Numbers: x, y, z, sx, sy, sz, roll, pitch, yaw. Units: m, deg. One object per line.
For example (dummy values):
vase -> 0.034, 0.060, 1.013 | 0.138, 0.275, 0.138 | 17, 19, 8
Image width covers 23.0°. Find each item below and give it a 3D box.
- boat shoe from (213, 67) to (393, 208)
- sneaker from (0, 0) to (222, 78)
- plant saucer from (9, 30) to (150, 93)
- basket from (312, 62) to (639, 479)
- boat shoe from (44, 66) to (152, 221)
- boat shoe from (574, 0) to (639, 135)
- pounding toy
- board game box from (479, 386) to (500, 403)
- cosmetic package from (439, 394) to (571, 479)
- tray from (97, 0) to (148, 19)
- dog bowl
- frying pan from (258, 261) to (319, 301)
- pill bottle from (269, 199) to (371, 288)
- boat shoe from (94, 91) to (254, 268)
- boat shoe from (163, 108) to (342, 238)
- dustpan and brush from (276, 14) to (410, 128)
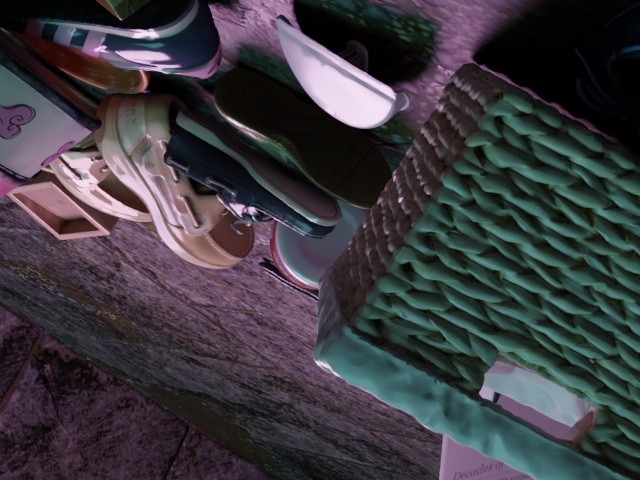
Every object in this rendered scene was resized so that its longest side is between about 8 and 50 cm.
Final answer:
boat shoe -> -0.020, -0.110, 1.734 | 0.223, 0.080, 0.073 | 33, 169, -4
sneaker -> -0.244, -0.229, 1.644 | 0.319, 0.112, 0.131 | 18, 158, 31
plant saucer -> -0.279, -0.238, 1.801 | 0.200, 0.037, 0.200 | 25, 164, 8
basket -> 0.195, 0.038, 1.332 | 0.328, 0.266, 0.331 | 28, -171, -5
boat shoe -> -0.302, -0.127, 2.054 | 0.302, 0.109, 0.098 | 41, 160, -24
boat shoe -> 0.251, -0.132, 1.223 | 0.109, 0.089, 0.258 | 26, 163, 4
pounding toy -> -0.354, -0.096, 2.258 | 0.206, 0.094, 0.181 | -5, 140, 45
board game box -> 0.204, 0.060, 1.684 | 0.053, 0.193, 0.305 | 24, 163, 12
cosmetic package -> 0.359, 0.394, 1.929 | 0.327, 0.393, 0.329 | -23, 132, 33
tray -> -0.250, -0.323, 1.148 | 0.411, 0.076, 0.203 | 40, 166, 48
dog bowl -> -0.442, -0.204, 1.722 | 0.408, 0.150, 0.408 | 39, 180, 0
frying pan -> 0.071, 0.124, 2.340 | 0.326, 0.053, 0.197 | 31, 162, -24
pill bottle -> 0.000, 0.000, 1.909 | 0.121, 0.121, 0.216 | 28, 176, -3
boat shoe -> -0.154, -0.067, 1.973 | 0.110, 0.121, 0.341 | -6, 150, 24
boat shoe -> -0.083, -0.062, 1.775 | 0.254, 0.079, 0.095 | 33, -162, 27
dustpan and brush -> 0.031, -0.151, 1.581 | 0.147, 0.060, 0.211 | 34, 159, 15
